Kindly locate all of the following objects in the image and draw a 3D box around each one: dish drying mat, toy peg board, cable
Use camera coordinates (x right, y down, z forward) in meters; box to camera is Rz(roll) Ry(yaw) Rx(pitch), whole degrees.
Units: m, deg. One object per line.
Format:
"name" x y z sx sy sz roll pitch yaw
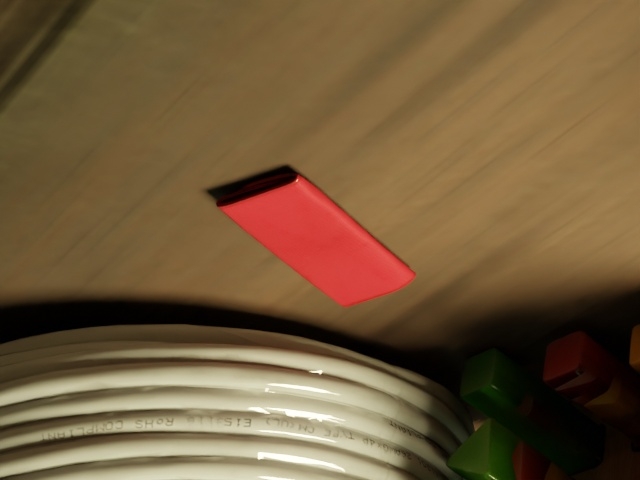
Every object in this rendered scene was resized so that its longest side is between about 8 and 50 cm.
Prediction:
"dish drying mat" 0.000 0.000 0.603 0.032 0.008 0.083 -17 147 25
"toy peg board" 0.114 0.093 0.638 0.079 0.161 0.160 36 136 -27
"cable" -0.065 0.116 0.727 0.257 0.089 0.257 -23 145 34
